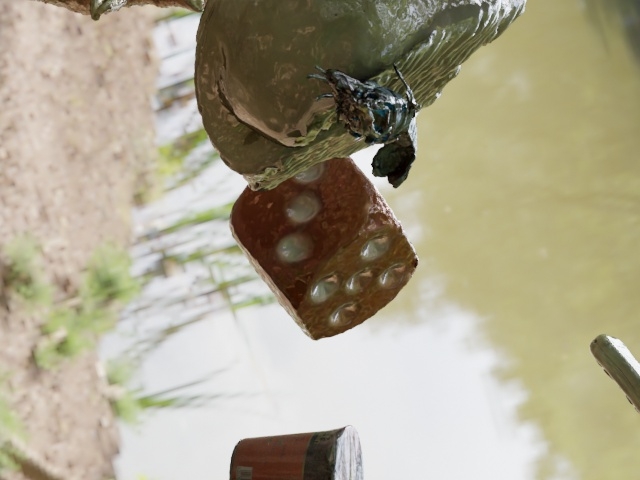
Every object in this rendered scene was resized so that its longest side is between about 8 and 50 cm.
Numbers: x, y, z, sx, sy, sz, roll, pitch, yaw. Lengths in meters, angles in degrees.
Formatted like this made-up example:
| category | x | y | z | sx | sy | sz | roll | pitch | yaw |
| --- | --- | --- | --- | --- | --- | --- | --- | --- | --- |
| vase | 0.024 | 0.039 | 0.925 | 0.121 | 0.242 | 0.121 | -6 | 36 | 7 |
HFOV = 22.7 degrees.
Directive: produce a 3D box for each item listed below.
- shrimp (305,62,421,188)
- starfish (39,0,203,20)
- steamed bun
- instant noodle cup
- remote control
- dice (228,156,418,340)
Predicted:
| category | x | y | z | sx | sy | sz | roll | pitch | yaw |
| --- | --- | --- | --- | --- | --- | --- | --- | --- | --- |
| shrimp | 0.044 | -0.111 | 1.367 | 0.076 | 0.082 | 0.174 | -60 | 155 | -8 |
| starfish | -0.268 | -0.304 | 1.749 | 0.327 | 0.375 | 0.094 | -47 | 148 | -52 |
| steamed bun | 0.018 | -0.216 | 1.535 | 0.324 | 0.310 | 0.219 | -31 | 84 | -33 |
| instant noodle cup | -0.029 | 0.276 | 1.857 | 0.127 | 0.136 | 0.127 | -1 | 90 | -73 |
| remote control | 0.361 | 0.161 | 1.848 | 0.122 | 0.032 | 0.074 | 54 | 17 | 24 |
| dice | 0.000 | 0.000 | 1.957 | 0.174 | 0.179 | 0.175 | 51 | -1 | 33 |
